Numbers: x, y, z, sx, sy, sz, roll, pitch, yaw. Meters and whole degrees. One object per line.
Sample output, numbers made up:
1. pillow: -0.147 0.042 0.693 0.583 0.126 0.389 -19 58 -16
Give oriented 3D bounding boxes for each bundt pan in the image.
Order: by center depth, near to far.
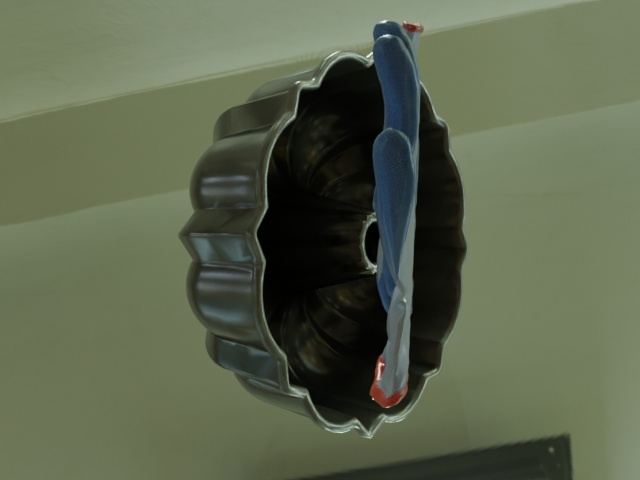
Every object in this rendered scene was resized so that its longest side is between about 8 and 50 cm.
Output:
1. bundt pan: 0.000 0.000 0.914 0.124 0.331 0.331 2 -80 36

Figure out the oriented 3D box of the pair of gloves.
1. pair of gloves: 0.035 -0.023 0.483 0.023 0.198 0.159 2 -75 5
